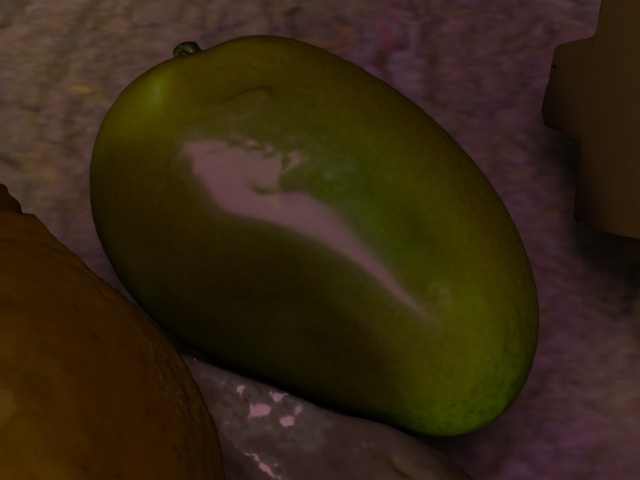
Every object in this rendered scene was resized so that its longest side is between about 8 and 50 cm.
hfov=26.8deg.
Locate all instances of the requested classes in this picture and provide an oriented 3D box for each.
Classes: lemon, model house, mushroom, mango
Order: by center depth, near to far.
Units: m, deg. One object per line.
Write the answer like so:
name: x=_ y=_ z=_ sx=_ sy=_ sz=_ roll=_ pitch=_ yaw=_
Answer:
lemon: x=-0.169 y=0.132 z=0.593 sx=0.268 sy=0.268 sz=0.322 roll=1 pitch=64 yaw=-1
mushroom: x=0.038 y=0.157 z=0.693 sx=0.107 sy=0.087 sz=0.333 roll=-42 pitch=65 yaw=-14
mango: x=0.001 y=-0.008 z=0.757 sx=0.273 sy=0.149 sz=0.185 roll=26 pitch=59 yaw=4
model house: x=0.283 y=-0.083 z=0.825 sx=0.248 sy=0.176 sz=0.181 roll=2 pitch=100 yaw=-22
